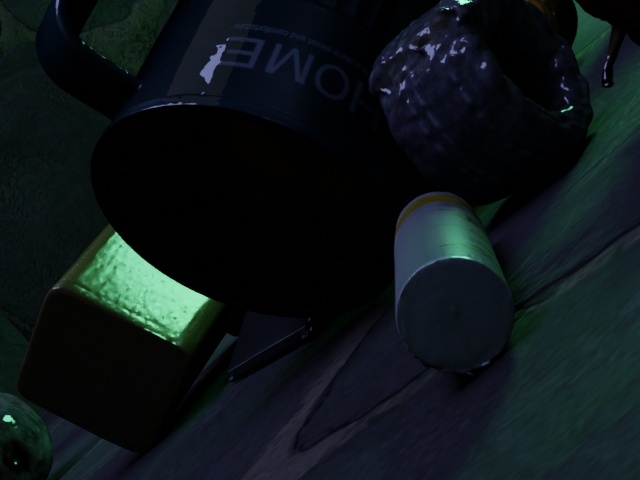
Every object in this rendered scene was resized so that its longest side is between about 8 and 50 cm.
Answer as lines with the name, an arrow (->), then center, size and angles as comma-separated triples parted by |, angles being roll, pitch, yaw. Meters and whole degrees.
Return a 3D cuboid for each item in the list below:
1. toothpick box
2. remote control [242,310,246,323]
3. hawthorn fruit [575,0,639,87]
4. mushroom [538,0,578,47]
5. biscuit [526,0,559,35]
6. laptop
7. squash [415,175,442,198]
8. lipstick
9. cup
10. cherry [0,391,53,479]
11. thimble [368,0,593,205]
toothpick box -> -0.173, 0.061, 1.461 | 0.190, 0.188, 0.308 | -64, -2, 31
remote control -> 0.000, 0.000, 1.461 | 0.266, 0.066, 0.090 | -44, 1, -33
hawthorn fruit -> 0.225, -0.186, 0.896 | 0.194, 0.157, 0.157 | -60, 4, 3
mushroom -> 0.195, -0.220, 1.481 | 0.080, 0.171, 0.135 | 29, -104, -56
biscuit -> 0.155, -0.170, 1.385 | 0.170, 0.050, 0.170 | -33, 37, 30
laptop -> -0.031, 0.052, 1.258 | 0.180, 0.016, 0.129 | -33, 35, 57
squash -> 0.095, -0.108, 1.300 | 0.289, 0.111, 0.203 | -44, 44, 30
lipstick -> 0.070, 0.015, 0.777 | 0.059, 0.059, 0.264 | -41, 5, 7
cup -> -0.048, -0.131, 1.132 | 0.242, 0.308, 0.292 | 90, -163, -53
cherry -> -0.446, 0.288, 1.865 | 0.195, 0.195, 0.195 | -41, 4, 4
thimble -> 0.116, -0.106, 0.988 | 0.098, 0.150, 0.150 | -38, 6, 34
